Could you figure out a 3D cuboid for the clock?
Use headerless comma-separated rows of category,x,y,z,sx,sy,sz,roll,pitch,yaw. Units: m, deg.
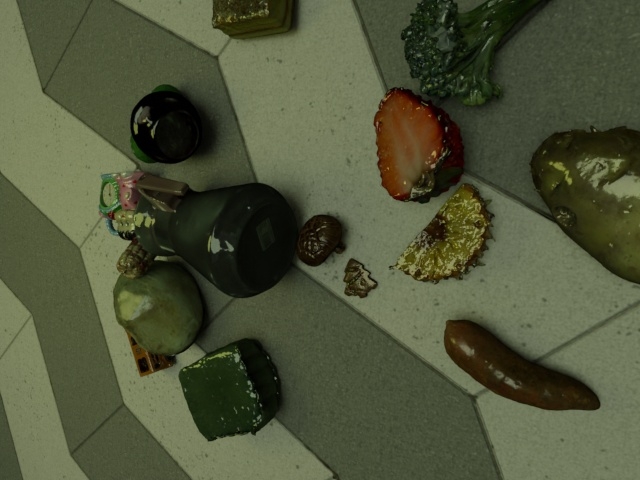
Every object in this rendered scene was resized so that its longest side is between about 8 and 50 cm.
clock,-0.555,-0.096,1.222,0.193,0.100,0.196,-2,91,32

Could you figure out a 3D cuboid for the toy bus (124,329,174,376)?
toy bus,-0.501,0.287,1.230,0.083,0.088,0.195,-24,83,26

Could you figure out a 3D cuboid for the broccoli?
broccoli,0.286,-0.344,0.737,0.274,0.177,0.199,-13,83,15

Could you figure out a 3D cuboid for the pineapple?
pineapple,0.253,0.015,0.816,0.135,0.079,0.233,45,113,15

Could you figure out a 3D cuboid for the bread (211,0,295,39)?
bread,-0.146,-0.590,0.957,0.184,0.110,0.235,7,96,30

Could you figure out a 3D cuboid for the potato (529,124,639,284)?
potato,0.470,-0.064,0.662,0.296,0.141,0.192,44,129,17

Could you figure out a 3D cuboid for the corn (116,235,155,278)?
corn,-0.449,-0.001,1.114,0.079,0.237,0.080,6,134,6

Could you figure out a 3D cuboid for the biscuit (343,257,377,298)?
biscuit,0.082,0.084,0.947,0.082,0.016,0.092,-17,88,28

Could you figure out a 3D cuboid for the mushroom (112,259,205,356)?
mushroom,-0.434,0.166,1.123,0.189,0.164,0.267,-19,70,16

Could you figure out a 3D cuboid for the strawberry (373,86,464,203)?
strawberry,0.196,-0.187,0.819,0.190,0.111,0.237,-45,53,48

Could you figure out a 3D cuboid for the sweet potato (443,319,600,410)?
sweet potato,0.354,0.243,0.782,0.291,0.097,0.098,29,107,14

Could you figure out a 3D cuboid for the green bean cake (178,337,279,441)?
green bean cake,-0.223,0.379,1.074,0.227,0.124,0.223,-26,80,25

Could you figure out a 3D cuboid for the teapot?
teapot,-0.257,-0.033,0.971,0.343,0.300,0.254,12,62,31

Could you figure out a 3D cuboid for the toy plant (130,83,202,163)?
toy plant,-0.404,-0.287,1.096,0.235,0.175,0.218,37,105,49

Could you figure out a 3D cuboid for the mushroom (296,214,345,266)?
mushroom,-0.004,-0.001,0.945,0.109,0.085,0.126,39,105,20
